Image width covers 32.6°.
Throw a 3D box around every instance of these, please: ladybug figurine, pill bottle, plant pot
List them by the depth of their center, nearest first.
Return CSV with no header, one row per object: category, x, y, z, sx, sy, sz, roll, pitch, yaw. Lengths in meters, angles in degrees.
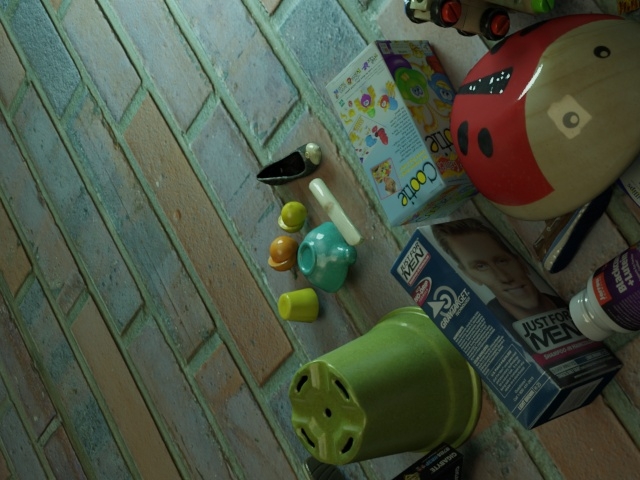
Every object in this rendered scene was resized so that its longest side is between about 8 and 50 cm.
ladybug figurine,0.306,-0.185,1.540,0.305,0.162,0.449,-68,15,-7
pill bottle,0.457,0.069,1.589,0.193,0.108,0.108,-43,67,42
plant pot,0.093,0.271,1.906,0.276,0.254,0.276,12,106,45

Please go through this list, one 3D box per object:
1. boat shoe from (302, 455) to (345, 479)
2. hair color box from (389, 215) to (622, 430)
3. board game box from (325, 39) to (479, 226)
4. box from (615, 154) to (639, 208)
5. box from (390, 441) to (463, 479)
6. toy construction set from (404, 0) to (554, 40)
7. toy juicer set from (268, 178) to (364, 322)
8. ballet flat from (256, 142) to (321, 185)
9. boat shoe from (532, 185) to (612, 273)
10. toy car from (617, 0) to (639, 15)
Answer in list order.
boat shoe,0.027,0.512,2.166,0.190,0.068,0.072,46,139,30
hair color box,0.288,0.119,1.729,0.347,0.174,0.105,50,129,28
board game box,0.151,-0.182,1.835,0.144,0.142,0.275,-38,70,43
box,0.471,-0.102,1.518,0.126,0.137,0.072,54,130,25
box,0.164,0.476,1.890,0.051,0.175,0.220,34,137,37
toy construction set,0.215,-0.406,1.578,0.151,0.328,0.215,-150,70,-64
toy juicer set,0.000,0.000,2.082,0.329,0.090,0.209,-52,48,48
ballet flat,-0.058,-0.143,2.131,0.173,0.049,0.057,-26,80,46
boat shoe,0.378,-0.034,1.682,0.066,0.066,0.183,49,129,30
toy car,0.438,-0.393,1.584,0.041,0.060,0.122,-13,110,5
